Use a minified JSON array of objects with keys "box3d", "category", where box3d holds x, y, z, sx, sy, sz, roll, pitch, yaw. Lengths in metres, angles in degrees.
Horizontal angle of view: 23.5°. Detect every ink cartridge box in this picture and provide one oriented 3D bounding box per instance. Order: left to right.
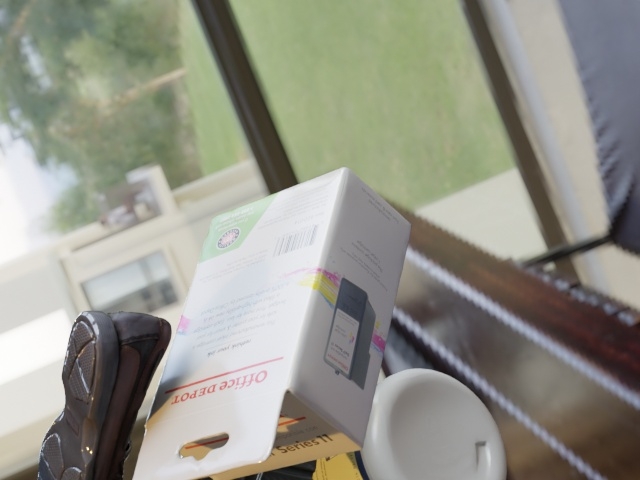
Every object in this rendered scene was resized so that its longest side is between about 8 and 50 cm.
[{"box3d":[-0.046,0.116,1.570,0.119,0.207,0.353,42,-134,-32],"category":"ink cartridge box"}]

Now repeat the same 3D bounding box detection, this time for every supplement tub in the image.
[{"box3d":[0.083,0.343,2.189,0.325,0.235,0.235,-39,71,47],"category":"supplement tub"}]

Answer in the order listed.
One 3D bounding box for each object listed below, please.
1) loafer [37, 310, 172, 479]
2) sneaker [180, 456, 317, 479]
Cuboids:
[{"box3d":[-0.222,0.201,1.590,0.109,0.095,0.302,53,136,43],"category":"loafer"},{"box3d":[-0.094,0.277,2.053,0.257,0.169,0.447,106,177,-64],"category":"sneaker"}]
